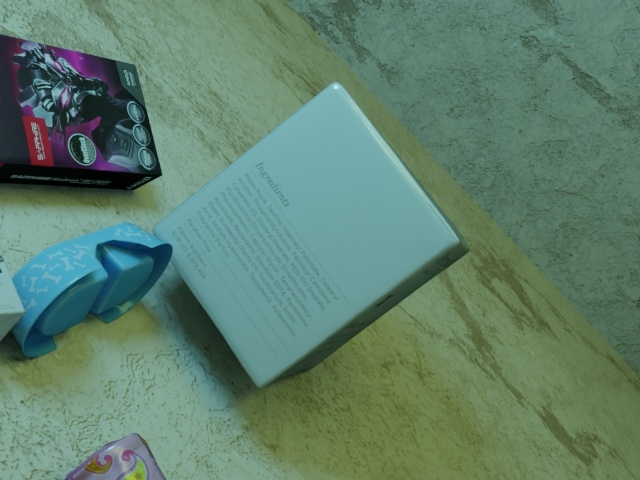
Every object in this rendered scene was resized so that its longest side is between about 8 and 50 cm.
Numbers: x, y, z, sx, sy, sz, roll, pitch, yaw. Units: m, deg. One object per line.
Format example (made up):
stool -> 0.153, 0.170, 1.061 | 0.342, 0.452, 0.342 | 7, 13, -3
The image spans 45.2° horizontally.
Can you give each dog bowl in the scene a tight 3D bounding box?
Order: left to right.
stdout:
dog bowl -> -0.339, 0.060, 1.121 | 0.074, 0.166, 0.297 | 41, 26, 9

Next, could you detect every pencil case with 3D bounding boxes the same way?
pencil case -> -0.200, 0.379, 0.952 | 0.284, 0.124, 0.124 | 53, 28, 7

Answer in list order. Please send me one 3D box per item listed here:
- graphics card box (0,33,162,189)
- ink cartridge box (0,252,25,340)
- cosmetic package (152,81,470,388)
graphics card box -> -0.453, -0.210, 1.307 | 0.371, 0.094, 0.232 | 0, 71, -57
ink cartridge box -> -0.465, 0.049, 1.004 | 0.060, 0.104, 0.180 | -1, 54, -54
cosmetic package -> 0.000, 0.000, 1.340 | 0.327, 0.394, 0.329 | 54, 9, 11
